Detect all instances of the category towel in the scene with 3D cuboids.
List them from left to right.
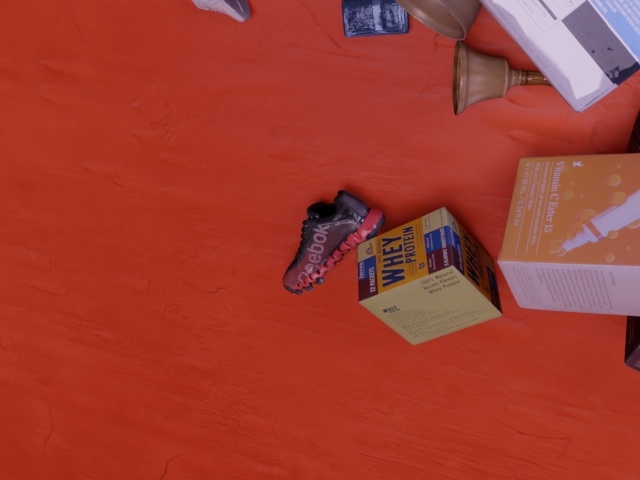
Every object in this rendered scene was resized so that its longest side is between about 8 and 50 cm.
[{"bbox_3d":[0.095,-0.392,1.249,0.119,0.029,0.067,2,118,18],"label":"towel"}]

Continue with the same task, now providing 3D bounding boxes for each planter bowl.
[{"bbox_3d":[0.197,-0.413,1.140,0.162,0.162,0.109,35,95,-2],"label":"planter bowl"}]

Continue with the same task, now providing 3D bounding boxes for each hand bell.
[{"bbox_3d":[0.350,-0.274,1.200,0.242,0.126,0.126,1,118,5],"label":"hand bell"}]

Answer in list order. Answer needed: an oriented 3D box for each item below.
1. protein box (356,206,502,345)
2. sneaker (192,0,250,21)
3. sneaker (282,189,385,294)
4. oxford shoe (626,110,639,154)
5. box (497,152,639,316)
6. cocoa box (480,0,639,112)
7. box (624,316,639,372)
[{"bbox_3d":[0.205,0.074,1.361,0.200,0.136,0.201,-24,136,28],"label":"protein box"},{"bbox_3d":[-0.195,-0.446,1.310,0.152,0.053,0.061,37,138,0],"label":"sneaker"},{"bbox_3d":[0.000,0.000,1.457,0.135,0.097,0.276,43,120,-8],"label":"sneaker"},{"bbox_3d":[0.608,-0.241,1.107,0.130,0.123,0.348,23,125,-2],"label":"oxford shoe"},{"bbox_3d":[0.491,-0.008,1.153,0.345,0.215,0.168,1,149,31],"label":"box"},{"bbox_3d":[0.374,-0.373,0.976,0.231,0.347,0.228,46,121,-9],"label":"cocoa box"},{"bbox_3d":[0.665,0.144,1.259,0.167,0.168,0.203,28,126,9],"label":"box"}]
